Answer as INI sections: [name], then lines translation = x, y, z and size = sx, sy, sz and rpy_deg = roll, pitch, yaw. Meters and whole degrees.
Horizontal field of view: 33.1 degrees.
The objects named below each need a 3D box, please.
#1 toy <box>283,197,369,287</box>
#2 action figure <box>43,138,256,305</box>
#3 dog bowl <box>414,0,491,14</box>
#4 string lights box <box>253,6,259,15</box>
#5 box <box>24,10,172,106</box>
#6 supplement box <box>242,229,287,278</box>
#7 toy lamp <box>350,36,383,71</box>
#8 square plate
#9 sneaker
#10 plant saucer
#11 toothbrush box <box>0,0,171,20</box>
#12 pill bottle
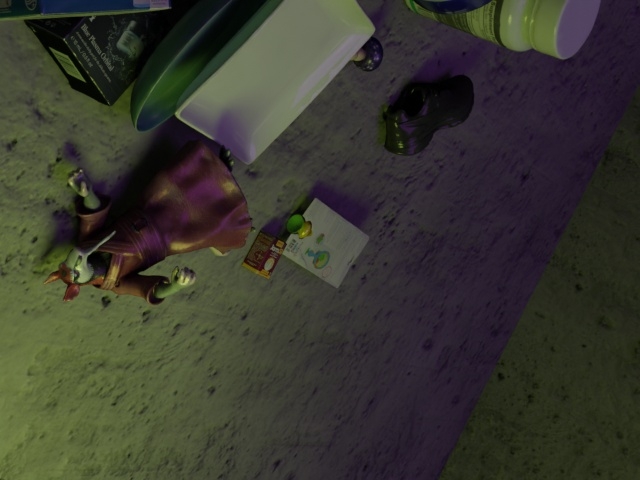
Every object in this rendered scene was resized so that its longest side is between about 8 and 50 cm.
[toy]
translation = 0.000, 0.000, 2.326
size = 0.137, 0.056, 0.237
rpy_deg = -57, 144, -1
[action figure]
translation = -0.303, -0.019, 1.802
size = 0.370, 0.248, 0.275
rpy_deg = -31, -177, -22
[dog bowl]
translation = 0.249, -0.567, 2.031
size = 0.265, 0.265, 0.104
rpy_deg = -63, 152, 2
[string lights box]
translation = -0.090, -0.492, 1.772
size = 0.133, 0.076, 0.260
rpy_deg = -37, 142, -34
[box]
translation = -0.317, -0.311, 1.566
size = 0.158, 0.093, 0.156
rpy_deg = -53, 148, -16
[supplement box]
translation = -0.113, 0.029, 2.191
size = 0.055, 0.043, 0.083
rpy_deg = 27, 91, -58
[toy lamp]
translation = 0.019, -0.358, 2.041
size = 0.274, 0.080, 0.080
rpy_deg = -10, 122, -52
[square plate]
translation = -0.073, -0.299, 1.815
size = 0.344, 0.049, 0.347
rpy_deg = -47, 162, 4
[sneaker]
translation = 0.249, -0.306, 2.407
size = 0.286, 0.109, 0.130
rpy_deg = -42, 138, -33
[plant saucer]
translation = -0.192, -0.298, 1.669
size = 0.317, 0.043, 0.317
rpy_deg = -49, 180, 0
[toothbrush box]
translation = -0.318, -0.432, 1.350
size = 0.216, 0.126, 0.296
rpy_deg = -16, 106, -49
[pill bottle]
translation = 0.362, -0.501, 2.157
size = 0.204, 0.361, 0.204
rpy_deg = -36, 141, -36
